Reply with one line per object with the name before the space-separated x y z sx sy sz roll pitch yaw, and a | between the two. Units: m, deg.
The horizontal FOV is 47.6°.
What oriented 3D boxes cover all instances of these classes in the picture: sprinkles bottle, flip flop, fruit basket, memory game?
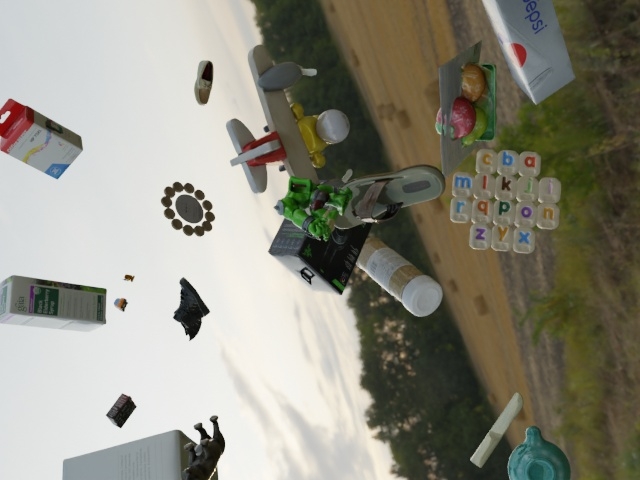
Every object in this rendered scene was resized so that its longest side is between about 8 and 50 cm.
sprinkles bottle | 0.242 0.109 2.320 0.355 0.121 0.121 41 162 53
flip flop | 0.138 -0.085 1.578 0.112 0.277 0.080 57 -149 -34
fruit basket | 0.402 -0.386 2.116 0.353 0.165 0.327 -37 -51 -46
memory game | -0.390 -0.093 2.147 0.186 0.012 0.186 25 -132 -32

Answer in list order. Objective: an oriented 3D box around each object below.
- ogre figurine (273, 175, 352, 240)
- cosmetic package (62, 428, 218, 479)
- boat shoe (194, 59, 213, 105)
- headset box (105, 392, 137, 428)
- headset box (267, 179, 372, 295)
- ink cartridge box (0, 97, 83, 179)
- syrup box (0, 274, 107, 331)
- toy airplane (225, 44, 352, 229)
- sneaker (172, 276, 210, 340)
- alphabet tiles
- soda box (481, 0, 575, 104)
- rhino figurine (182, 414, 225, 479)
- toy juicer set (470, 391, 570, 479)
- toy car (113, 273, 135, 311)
ogre figurine | -0.014 -0.073 1.444 0.097 0.118 0.197 100 -164 -51
cosmetic package | -0.547 0.830 2.257 0.329 0.394 0.327 65 -170 -55
boat shoe | -0.342 -0.467 2.149 0.045 0.050 0.135 8 97 54
headset box | -0.549 0.468 2.013 0.083 0.032 0.062 -58 -26 -30
headset box | 0.000 0.000 2.206 0.246 0.131 0.283 45 -119 -41
ink cartridge box | -0.819 -0.289 2.081 0.231 0.134 0.078 30 -156 -39
syrup box | -0.641 0.154 1.737 0.237 0.096 0.093 14 -118 -41
toy airplane | -0.061 -0.259 1.845 0.386 0.272 0.384 48 -149 -46
sneaker | -0.336 0.173 1.828 0.051 0.089 0.170 39 161 43
alphabet tiles | 0.493 -0.106 1.942 0.021 0.284 0.278 55 -140 -76
soda box | 0.391 -0.396 1.376 0.286 0.098 0.091 48 -168 -47
rhino figurine | -0.295 0.549 1.817 0.243 0.073 0.106 -70 -33 -68
toy juicer set | 0.456 0.532 1.617 0.329 0.209 0.089 56 -175 15
toy car | -0.615 0.162 2.275 0.060 0.040 0.122 85 -156 -85
